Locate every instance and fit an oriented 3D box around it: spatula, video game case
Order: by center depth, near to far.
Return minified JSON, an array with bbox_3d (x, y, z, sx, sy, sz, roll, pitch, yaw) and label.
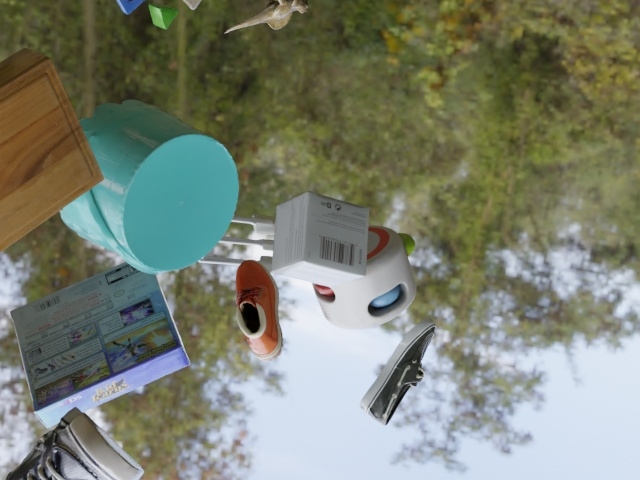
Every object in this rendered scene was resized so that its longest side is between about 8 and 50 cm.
[{"bbox_3d":[-0.392,0.172,1.894,0.269,0.061,0.244,-23,-133,-6],"label":"video game case"},{"bbox_3d":[-0.179,0.001,2.466,0.242,0.168,0.019,6,147,-27],"label":"spatula"}]

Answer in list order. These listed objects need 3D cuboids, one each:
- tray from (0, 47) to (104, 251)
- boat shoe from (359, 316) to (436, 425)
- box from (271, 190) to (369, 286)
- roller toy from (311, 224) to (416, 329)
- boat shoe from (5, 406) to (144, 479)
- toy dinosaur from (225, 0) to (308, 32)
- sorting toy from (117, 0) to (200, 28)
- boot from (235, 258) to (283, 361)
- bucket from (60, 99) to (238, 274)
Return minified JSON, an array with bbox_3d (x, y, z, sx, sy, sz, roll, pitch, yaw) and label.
[{"bbox_3d":[-0.490,-0.055,1.388,0.076,0.203,0.411,23,-127,40],"label":"tray"},{"bbox_3d":[0.164,0.249,2.032,0.070,0.219,0.078,35,-175,24],"label":"boat shoe"},{"bbox_3d":[0.000,0.000,1.438,0.101,0.102,0.087,14,160,-30],"label":"box"},{"bbox_3d":[0.078,0.075,2.051,0.209,0.146,0.191,-9,-153,22],"label":"roller toy"},{"bbox_3d":[-0.358,0.335,1.523,0.127,0.158,0.340,46,164,-7],"label":"boat shoe"},{"bbox_3d":[-0.079,-0.410,1.888,0.183,0.092,0.053,-25,-129,-30],"label":"toy dinosaur"},{"bbox_3d":[-0.208,-0.491,1.684,0.047,0.348,0.196,29,172,38],"label":"sorting toy"},{"bbox_3d":[-0.093,0.083,1.507,0.059,0.158,0.084,-20,148,7],"label":"boot"},{"bbox_3d":[-0.286,-0.088,1.804,0.281,0.281,0.183,1,-161,-46],"label":"bucket"}]
